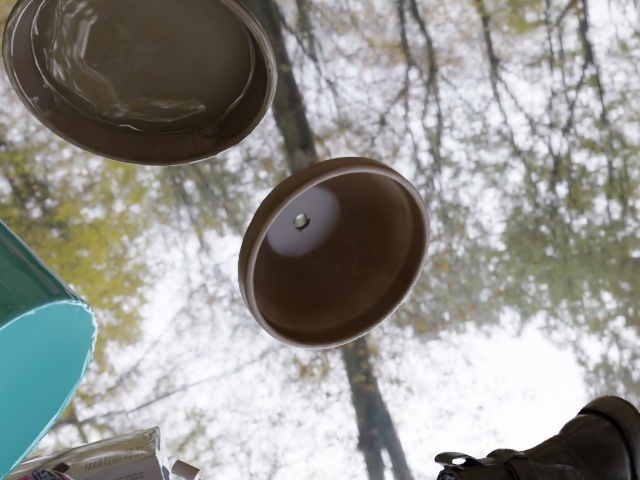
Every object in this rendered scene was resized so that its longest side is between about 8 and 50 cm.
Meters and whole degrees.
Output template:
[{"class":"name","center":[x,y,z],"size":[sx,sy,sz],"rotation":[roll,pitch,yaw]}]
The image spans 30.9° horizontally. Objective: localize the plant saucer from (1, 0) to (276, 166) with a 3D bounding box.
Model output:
[{"class":"plant saucer","center":[-0.183,-0.184,1.185],"size":[0.278,0.278,0.041],"rotation":[-9,-131,13]}]

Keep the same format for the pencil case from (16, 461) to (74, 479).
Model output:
[{"class":"pencil case","center":[-0.159,0.329,1.211],"size":[0.160,0.386,0.167],"rotation":[-14,-113,40]}]

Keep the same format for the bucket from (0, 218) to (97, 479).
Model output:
[{"class":"bucket","center":[-0.325,0.088,0.910],"size":[0.183,0.281,0.281],"rotation":[37,-128,17]}]

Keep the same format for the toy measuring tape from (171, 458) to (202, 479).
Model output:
[{"class":"toy measuring tape","center":[-0.209,0.437,1.598],"size":[0.121,0.330,0.121],"rotation":[4,-135,-4]}]

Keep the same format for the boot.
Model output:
[{"class":"boot","center":[0.188,0.265,0.944],"size":[0.229,0.262,0.091],"rotation":[-19,-174,-38]}]

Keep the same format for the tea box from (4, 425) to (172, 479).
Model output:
[{"class":"tea box","center":[-0.322,0.434,1.415],"size":[0.329,0.323,0.220],"rotation":[-14,-177,-7]}]

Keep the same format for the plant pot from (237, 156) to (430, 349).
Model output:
[{"class":"plant pot","center":[0.000,0.000,1.342],"size":[0.237,0.237,0.110],"rotation":[-26,-143,-16]}]
